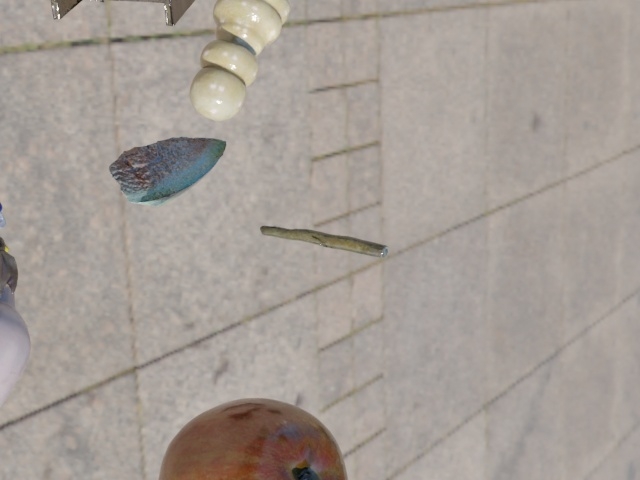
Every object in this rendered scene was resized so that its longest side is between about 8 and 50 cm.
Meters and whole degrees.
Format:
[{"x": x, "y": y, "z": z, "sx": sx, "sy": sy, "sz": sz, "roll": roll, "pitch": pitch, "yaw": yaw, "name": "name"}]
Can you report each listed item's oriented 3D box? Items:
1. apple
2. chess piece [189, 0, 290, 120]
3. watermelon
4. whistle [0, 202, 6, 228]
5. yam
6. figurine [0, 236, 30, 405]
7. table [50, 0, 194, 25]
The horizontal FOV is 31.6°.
[{"x": -0.067, "y": 0.256, "z": 1.171, "sx": 0.188, "sy": 0.174, "sz": 0.188, "roll": 24, "pitch": 57, "yaw": -43, "name": "apple"}, {"x": -0.155, "y": -0.335, "z": 2.048, "sx": 0.143, "sy": 0.143, "sz": 0.260, "roll": 43, "pitch": 58, "yaw": -53, "name": "chess piece"}, {"x": -0.213, "y": -0.099, "z": 1.593, "sx": 0.180, "sy": 0.081, "sz": 0.094, "roll": -17, "pitch": 82, "yaw": -34, "name": "watermelon"}, {"x": -0.432, "y": -0.047, "z": 1.464, "sx": 0.033, "sy": 0.029, "sz": 0.083, "roll": -51, "pitch": 137, "yaw": -29, "name": "whistle"}, {"x": 0.001, "y": 0.000, "z": 1.834, "sx": 0.029, "sy": 0.234, "sz": 0.027, "roll": -66, "pitch": 149, "yaw": -25, "name": "yam"}, {"x": -0.277, "y": 0.075, "z": 0.787, "sx": 0.112, "sy": 0.229, "sz": 0.137, "roll": 54, "pitch": 41, "yaw": -32, "name": "figurine"}, {"x": -0.252, "y": -0.402, "z": 1.469, "sx": 0.172, "sy": 0.169, "sz": 0.193, "roll": -69, "pitch": 160, "yaw": -57, "name": "table"}]
